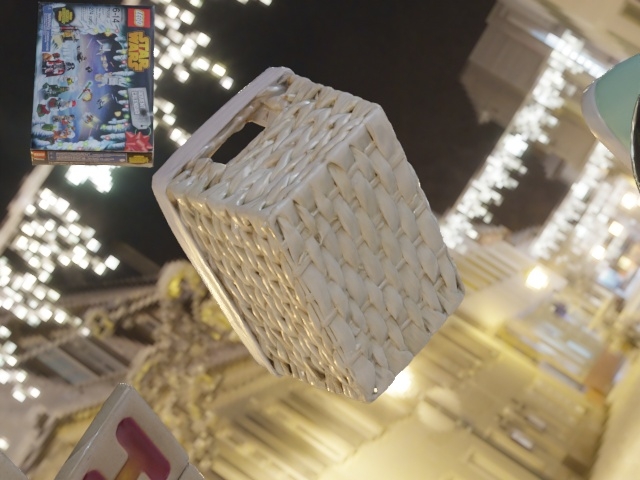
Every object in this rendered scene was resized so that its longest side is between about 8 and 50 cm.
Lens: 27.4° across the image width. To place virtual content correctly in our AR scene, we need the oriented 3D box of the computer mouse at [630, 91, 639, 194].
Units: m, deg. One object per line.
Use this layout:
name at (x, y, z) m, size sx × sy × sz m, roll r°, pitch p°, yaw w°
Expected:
computer mouse at (0.286, -0.011, 0.820) m, size 0.072 × 0.272 × 0.188 m, roll -25°, pitch -30°, yaw -31°

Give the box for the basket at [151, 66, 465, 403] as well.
basket at (0.000, 0.000, 0.767) m, size 0.113 × 0.103 × 0.167 m, roll -47°, pitch -50°, yaw -24°

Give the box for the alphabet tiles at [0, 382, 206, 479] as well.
alphabet tiles at (-0.102, 0.238, 0.543) m, size 0.285 × 0.011 × 0.343 m, roll -58°, pitch -41°, yaw -28°

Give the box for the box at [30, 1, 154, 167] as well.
box at (-0.177, -0.123, 1.033) m, size 0.027 × 0.093 × 0.137 m, roll 107°, pitch 161°, yaw -63°

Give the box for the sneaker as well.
sneaker at (0.358, -0.071, 1.116) m, size 0.151 × 0.256 × 0.094 m, roll -36°, pitch 18°, yaw 54°
